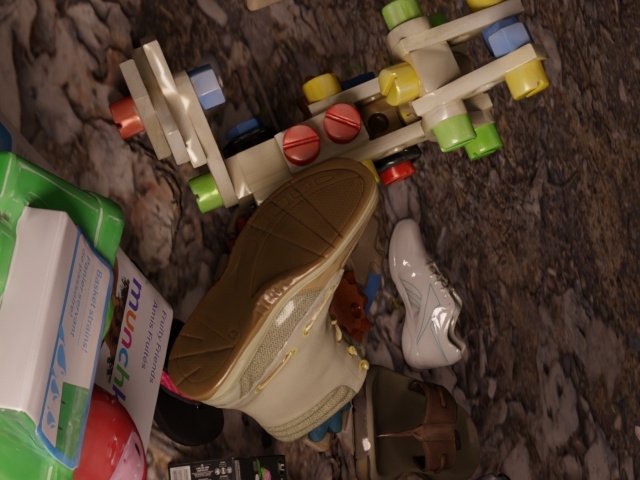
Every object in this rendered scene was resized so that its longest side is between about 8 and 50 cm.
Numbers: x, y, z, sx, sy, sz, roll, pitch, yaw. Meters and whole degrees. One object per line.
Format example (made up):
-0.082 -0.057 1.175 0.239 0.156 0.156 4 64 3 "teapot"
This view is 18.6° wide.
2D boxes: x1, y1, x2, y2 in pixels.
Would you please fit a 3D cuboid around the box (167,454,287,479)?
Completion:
-0.070 0.194 1.513 0.083 0.062 0.052 10 73 -61 "box"

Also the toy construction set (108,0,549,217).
0.006 -0.095 1.506 0.215 0.327 0.151 95 -14 -83 "toy construction set"

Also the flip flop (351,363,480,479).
0.100 0.178 1.829 0.277 0.080 0.112 24 62 -59 "flip flop"

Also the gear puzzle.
0.000 0.000 1.657 0.175 0.044 0.339 37 52 -33 "gear puzzle"

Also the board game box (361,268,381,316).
-0.016 0.037 1.688 0.133 0.033 0.169 45 47 -27 "board game box"

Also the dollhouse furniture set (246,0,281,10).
0.008 -0.286 1.559 0.259 0.262 0.135 -27 124 -39 "dollhouse furniture set"

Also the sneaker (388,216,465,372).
0.106 0.050 1.898 0.053 0.061 0.152 -19 99 -61 "sneaker"

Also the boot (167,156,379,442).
-0.005 0.049 1.486 0.213 0.077 0.165 -54 145 0 "boot"

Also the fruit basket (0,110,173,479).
-0.173 0.107 1.229 0.353 0.165 0.327 51 41 -51 "fruit basket"

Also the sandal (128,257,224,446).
-0.112 0.089 1.481 0.179 0.040 0.067 64 32 -33 "sandal"

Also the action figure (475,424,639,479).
0.155 0.284 1.580 0.330 0.341 0.178 -29 76 -21 "action figure"
